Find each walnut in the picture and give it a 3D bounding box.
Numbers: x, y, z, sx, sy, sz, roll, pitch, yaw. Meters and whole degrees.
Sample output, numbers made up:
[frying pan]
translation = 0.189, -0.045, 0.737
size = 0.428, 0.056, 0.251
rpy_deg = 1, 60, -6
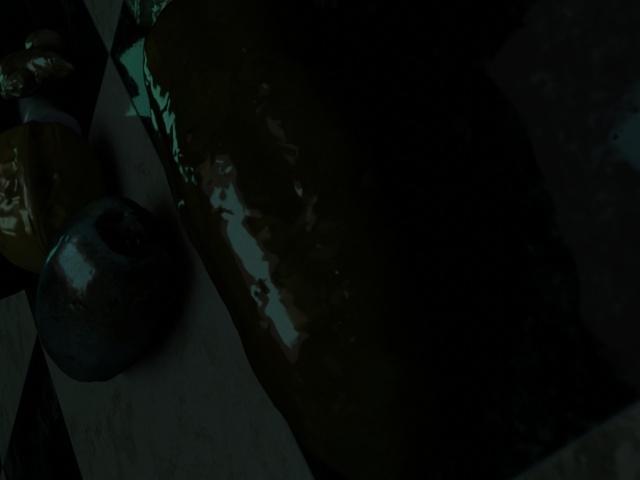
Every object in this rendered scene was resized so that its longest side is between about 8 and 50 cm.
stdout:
[walnut]
translation = -0.359, -0.058, 0.818
size = 0.159, 0.159, 0.207
rpy_deg = -19, 80, 51

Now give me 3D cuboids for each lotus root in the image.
[lotus root]
translation = -0.270, 0.086, 0.749
size = 0.158, 0.139, 0.322
rpy_deg = 58, 138, 27

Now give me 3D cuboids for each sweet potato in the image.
[sweet potato]
translation = 0.000, 0.000, 0.394
size = 0.158, 0.157, 0.370
rpy_deg = -45, 64, 45

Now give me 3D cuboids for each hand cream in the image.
[hand cream]
translation = -0.447, -0.212, 0.996
size = 0.312, 0.070, 0.111
rpy_deg = 43, 129, 49

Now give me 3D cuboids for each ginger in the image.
[ginger]
translation = -0.448, -0.238, 0.910
size = 0.214, 0.059, 0.133
rpy_deg = -26, 47, 10

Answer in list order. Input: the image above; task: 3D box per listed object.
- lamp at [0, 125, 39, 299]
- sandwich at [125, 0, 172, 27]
[lamp]
translation = -0.547, -0.048, 0.967
size = 0.303, 0.256, 0.303
rpy_deg = 167, 90, -87
[sandwich]
translation = -0.120, -0.223, 0.548
size = 0.244, 0.088, 0.090
rpy_deg = 52, 136, 32
